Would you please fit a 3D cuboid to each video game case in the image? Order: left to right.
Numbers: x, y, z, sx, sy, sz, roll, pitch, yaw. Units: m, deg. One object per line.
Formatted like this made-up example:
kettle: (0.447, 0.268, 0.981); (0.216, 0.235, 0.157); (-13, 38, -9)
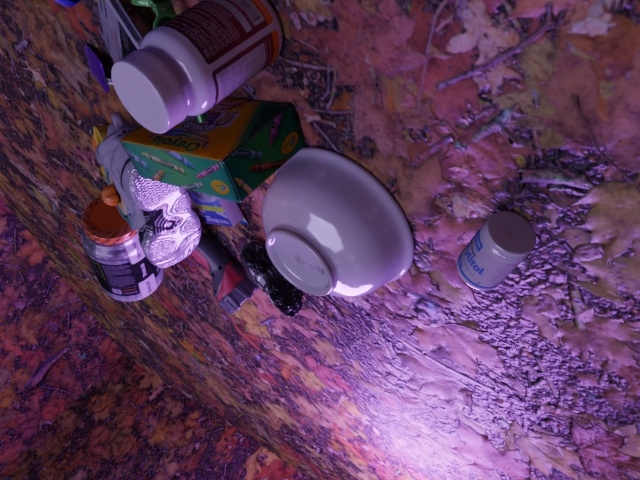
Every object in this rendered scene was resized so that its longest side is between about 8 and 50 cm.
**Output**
video game case: (-0.337, -0.333, 0.973); (0.173, 0.022, 0.190); (57, 159, 4)

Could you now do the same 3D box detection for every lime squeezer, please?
lime squeezer: (-0.262, -0.334, 0.875); (0.310, 0.058, 0.110); (53, 128, 12)

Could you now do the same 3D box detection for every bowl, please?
bowl: (0.000, 0.000, 0.947); (0.297, 0.134, 0.298); (30, 148, 22)

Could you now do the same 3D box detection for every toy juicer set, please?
toy juicer set: (-0.494, -0.121, 1.335); (0.209, 0.089, 0.329); (20, 127, 54)

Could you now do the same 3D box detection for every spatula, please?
spatula: (-0.387, -0.307, 1.118); (0.296, 0.030, 0.084); (33, 146, 17)

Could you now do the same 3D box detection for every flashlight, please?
flashlight: (-0.294, 0.045, 1.378); (0.304, 0.103, 0.103); (45, 150, -6)

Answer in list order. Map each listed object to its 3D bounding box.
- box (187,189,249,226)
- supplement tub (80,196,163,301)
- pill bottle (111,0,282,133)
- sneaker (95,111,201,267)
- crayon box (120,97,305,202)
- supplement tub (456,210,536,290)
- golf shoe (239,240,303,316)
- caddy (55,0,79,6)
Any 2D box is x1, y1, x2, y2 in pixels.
box: (-0.237, -0.098, 1.191); (0.109, 0.042, 0.178); (9, 135, 44)
supplement tub: (-0.565, 0.023, 1.576); (0.193, 0.193, 0.316); (34, 149, 15)
pill bottle: (-0.162, -0.245, 0.743); (0.121, 0.221, 0.121); (30, 147, 22)
sneaker: (-0.376, -0.107, 1.210); (0.210, 0.137, 0.366); (50, 156, 27)
crayon box: (-0.185, -0.164, 0.926); (0.278, 0.165, 0.081); (16, 140, 38)
supplement tub: (0.236, 0.016, 0.750); (0.071, 0.071, 0.107); (36, 149, 12)
golf shoe: (-0.113, 0.087, 1.258); (0.198, 0.077, 0.094); (56, 159, -8)
caddy: (-0.333, -0.416, 0.639); (0.241, 0.179, 0.341); (56, -174, -36)
